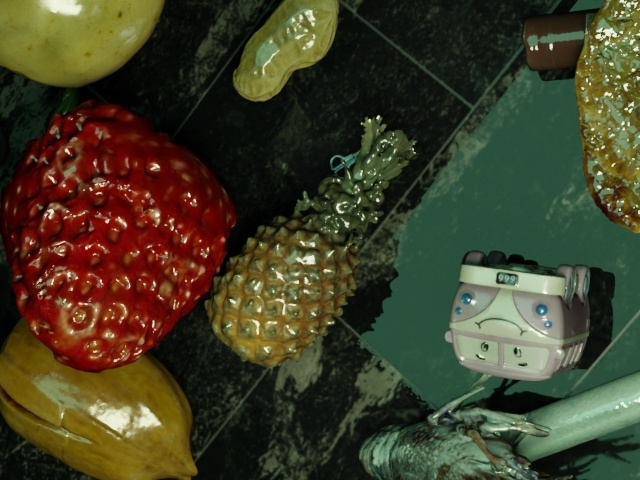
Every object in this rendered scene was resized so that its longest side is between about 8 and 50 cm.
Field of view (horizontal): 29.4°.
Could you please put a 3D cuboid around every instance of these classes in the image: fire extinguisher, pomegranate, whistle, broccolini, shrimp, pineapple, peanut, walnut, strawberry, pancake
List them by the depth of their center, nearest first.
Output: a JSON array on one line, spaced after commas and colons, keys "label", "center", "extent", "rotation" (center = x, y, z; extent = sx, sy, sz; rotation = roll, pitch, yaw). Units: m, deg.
[{"label": "pancake", "center": [0.460, -0.156, 1.418], "extent": [0.356, 0.065, 0.356], "rotation": [1, 92, 22]}, {"label": "shrimp", "center": [0.184, 0.246, 1.464], "extent": [0.372, 0.137, 0.172], "rotation": [-6, 84, 46]}, {"label": "whistle", "center": [0.355, 0.203, 1.491], "extent": [0.312, 0.062, 0.062], "rotation": [-24, 78, 19]}, {"label": "fire extinguisher", "center": [0.367, -0.269, 1.505], "extent": [0.231, 0.071, 0.099], "rotation": [-5, 99, 23]}, {"label": "strawberry", "center": [-0.266, 0.009, 1.577], "extent": [0.295, 0.345, 0.317], "rotation": [-12, 125, 10]}, {"label": "pineapple", "center": [0.000, 0.000, 1.596], "extent": [0.175, 0.175, 0.361], "rotation": [41, 103, 19]}, {"label": "peanut", "center": [-0.044, -0.269, 1.675], "extent": [0.093, 0.083, 0.194], "rotation": [36, 108, -15]}, {"label": "walnut", "center": [-0.304, 0.226, 1.693], "extent": [0.336, 0.209, 0.209], "rotation": [34, 100, 11]}, {"label": "pomegranate", "center": [-0.363, -0.379, 1.703], "extent": [0.319, 0.319, 0.319], "rotation": [-1, 86, 22]}, {"label": "broccolini", "center": [-0.394, -0.150, 1.830], "extent": [0.068, 0.091, 0.202], "rotation": [-9, 61, 52]}]

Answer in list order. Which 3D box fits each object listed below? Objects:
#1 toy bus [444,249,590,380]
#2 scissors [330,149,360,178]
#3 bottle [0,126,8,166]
[{"label": "toy bus", "center": [0.243, 0.090, 1.469], "extent": [0.142, 0.202, 0.142], "rotation": [10, 93, 23]}, {"label": "scissors", "center": [0.050, -0.116, 1.666], "extent": [0.083, 0.006, 0.036], "rotation": [-34, 73, 17]}, {"label": "bottle", "center": [-0.604, -0.135, 1.902], "extent": [0.244, 0.072, 0.082], "rotation": [-8, 47, 21]}]
